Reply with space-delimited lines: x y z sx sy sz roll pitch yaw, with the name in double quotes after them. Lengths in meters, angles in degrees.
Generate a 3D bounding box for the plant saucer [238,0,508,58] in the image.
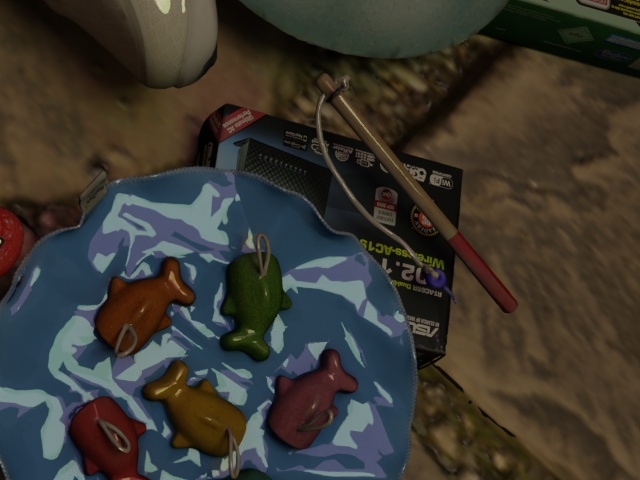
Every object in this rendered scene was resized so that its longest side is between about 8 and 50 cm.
0.021 -0.180 0.752 0.195 0.037 0.195 7 69 -20 "plant saucer"

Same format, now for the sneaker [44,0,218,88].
-0.158 -0.166 0.693 0.118 0.110 0.292 -39 81 -21 "sneaker"

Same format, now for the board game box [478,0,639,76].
0.064 -0.215 0.829 0.317 0.046 0.213 12 69 -19 "board game box"

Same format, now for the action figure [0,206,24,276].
-0.250 0.002 0.595 0.280 0.091 0.139 11 60 -18 "action figure"

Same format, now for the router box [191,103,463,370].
0.000 0.000 0.729 0.122 0.038 0.092 14 69 -18 "router box"

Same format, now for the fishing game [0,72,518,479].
-0.042 0.058 0.659 0.264 0.041 0.189 -43 100 -17 "fishing game"
